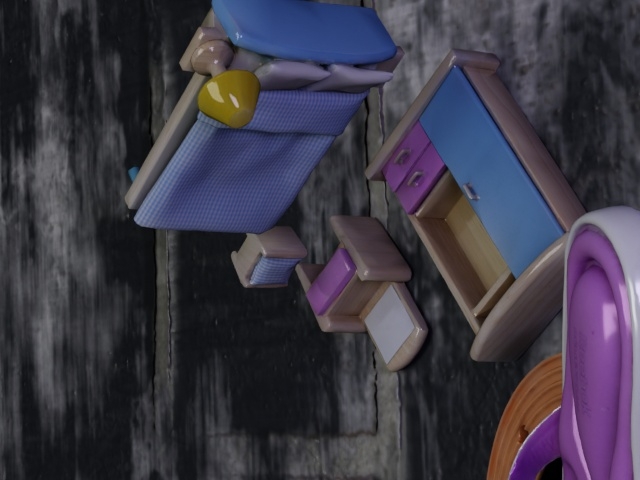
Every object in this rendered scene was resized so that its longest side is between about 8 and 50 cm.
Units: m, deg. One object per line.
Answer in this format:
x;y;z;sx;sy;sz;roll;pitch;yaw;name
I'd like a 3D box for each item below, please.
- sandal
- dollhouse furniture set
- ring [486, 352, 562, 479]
0.155;0.183;1.160;0.169;0.102;0.416;-142;50;-74;sandal
0.000;0.000;1.376;0.286;0.303;0.198;-55;48;35;dollhouse furniture set
0.197;0.240;1.268;0.336;0.032;0.336;177;90;-68;ring
